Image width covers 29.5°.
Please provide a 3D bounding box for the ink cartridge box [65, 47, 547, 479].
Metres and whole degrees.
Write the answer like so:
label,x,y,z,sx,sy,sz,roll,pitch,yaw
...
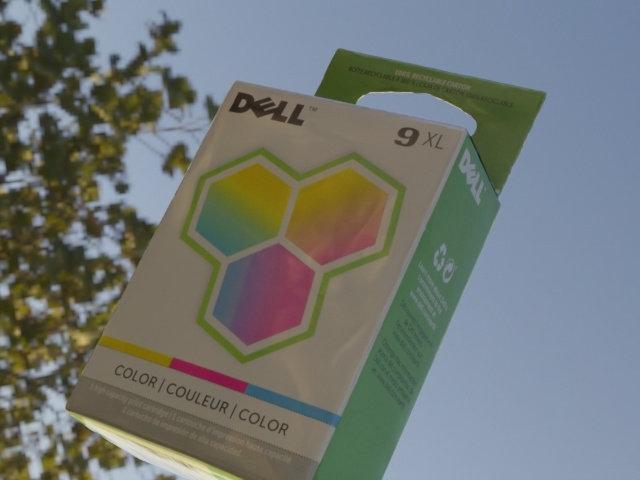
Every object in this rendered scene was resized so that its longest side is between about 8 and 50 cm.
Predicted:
label,x,y,z,sx,sy,sz,roll,pitch,yaw
ink cartridge box,0.000,0.000,0.483,0.109,0.209,0.062,16,-21,29
